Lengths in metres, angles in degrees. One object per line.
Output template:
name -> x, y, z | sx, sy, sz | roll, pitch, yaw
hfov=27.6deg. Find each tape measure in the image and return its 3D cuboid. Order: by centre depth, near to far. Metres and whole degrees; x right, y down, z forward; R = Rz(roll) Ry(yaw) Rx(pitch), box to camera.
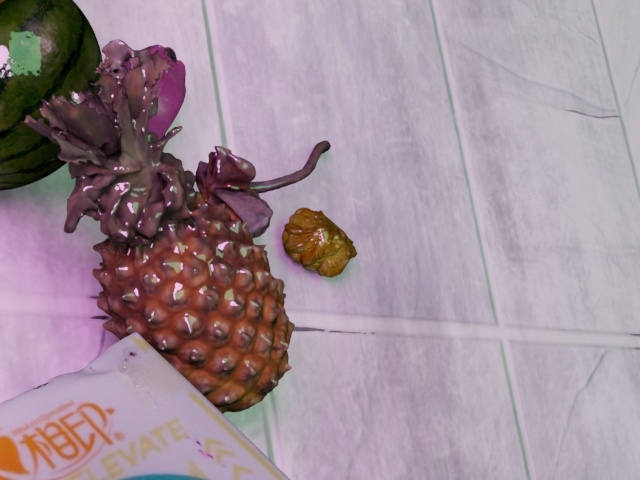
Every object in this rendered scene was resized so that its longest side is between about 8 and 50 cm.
tape measure -> -0.181, -0.130, 1.256 | 0.074, 0.118, 0.125 | 35, 53, -25

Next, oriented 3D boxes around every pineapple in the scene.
pineapple -> -0.132, -0.005, 1.127 | 0.175, 0.175, 0.361 | -55, 140, -43

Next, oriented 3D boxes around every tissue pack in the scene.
tissue pack -> -0.123, 0.277, 0.961 | 0.388, 0.162, 0.287 | 40, 41, 24

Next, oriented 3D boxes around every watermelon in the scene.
watermelon -> -0.281, -0.126, 1.103 | 0.188, 0.188, 0.214 | 33, 54, -29

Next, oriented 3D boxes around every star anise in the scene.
star anise -> -0.041, -0.041, 1.360 | 0.227, 0.218, 0.148 | -7, 118, -32

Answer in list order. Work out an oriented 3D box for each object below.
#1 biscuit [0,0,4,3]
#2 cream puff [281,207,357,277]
biscuit -> -0.349, -0.240, 1.060 | 0.262, 0.277, 0.052 | -40, 136, -35
cream puff -> 0.000, 0.000, 1.411 | 0.083, 0.058, 0.083 | 54, 42, -8
